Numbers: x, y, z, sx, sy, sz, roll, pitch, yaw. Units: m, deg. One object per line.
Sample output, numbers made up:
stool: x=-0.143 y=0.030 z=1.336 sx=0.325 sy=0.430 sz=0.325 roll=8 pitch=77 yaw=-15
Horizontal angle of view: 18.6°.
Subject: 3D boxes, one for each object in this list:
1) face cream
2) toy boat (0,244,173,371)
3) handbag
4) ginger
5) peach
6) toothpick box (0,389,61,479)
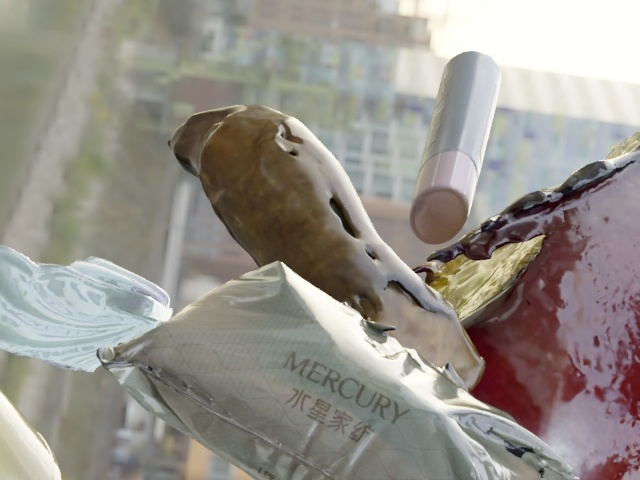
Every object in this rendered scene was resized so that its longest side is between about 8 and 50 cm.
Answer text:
face cream: x=0.127 y=-0.090 z=1.811 sx=0.084 sy=0.057 sz=0.198 roll=112 pitch=-5 yaw=-48
toy boat: x=-0.278 y=0.045 z=1.703 sx=0.199 sy=0.290 sz=0.100 roll=27 pitch=77 yaw=-82
handbag: x=0.019 y=0.104 z=1.145 sx=0.117 sy=0.270 sz=0.182 roll=-66 pitch=169 yaw=26
ginger: x=-0.002 y=0.003 z=1.451 sx=0.107 sy=0.309 sz=0.133 roll=-43 pitch=167 yaw=12
peach: x=0.210 y=0.084 z=1.691 sx=0.339 sy=0.353 sz=0.417 roll=-21 pitch=-131 yaw=66
toothpick box: x=-0.395 y=0.222 z=2.072 sx=0.271 sy=0.175 sz=0.175 roll=69 pitch=23 yaw=-56
